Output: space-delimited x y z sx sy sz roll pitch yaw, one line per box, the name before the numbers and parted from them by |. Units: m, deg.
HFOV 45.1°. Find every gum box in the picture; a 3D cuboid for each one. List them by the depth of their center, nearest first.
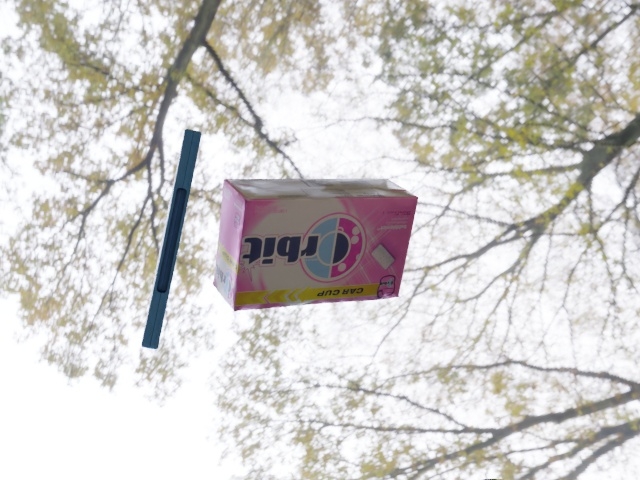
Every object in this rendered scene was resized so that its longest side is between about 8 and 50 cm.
gum box | 0.000 0.000 0.735 0.188 0.107 0.062 -3 -157 -27

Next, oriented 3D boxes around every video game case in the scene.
video game case | -0.121 -0.005 0.627 0.015 0.119 0.166 12 -88 -11

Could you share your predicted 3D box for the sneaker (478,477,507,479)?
sneaker | 0.272 0.412 0.882 0.384 0.147 0.145 42 -129 -5
